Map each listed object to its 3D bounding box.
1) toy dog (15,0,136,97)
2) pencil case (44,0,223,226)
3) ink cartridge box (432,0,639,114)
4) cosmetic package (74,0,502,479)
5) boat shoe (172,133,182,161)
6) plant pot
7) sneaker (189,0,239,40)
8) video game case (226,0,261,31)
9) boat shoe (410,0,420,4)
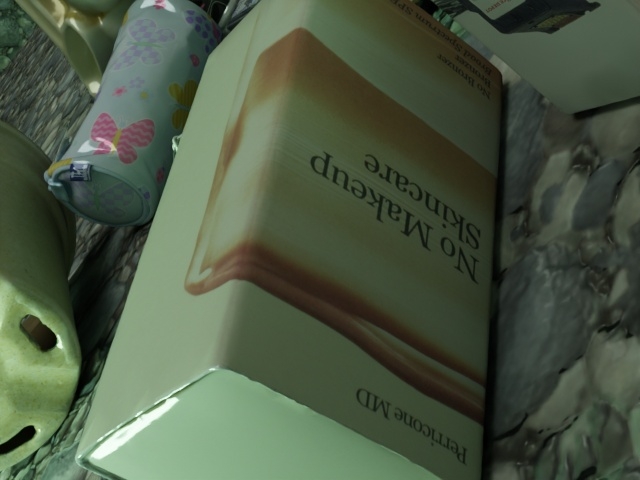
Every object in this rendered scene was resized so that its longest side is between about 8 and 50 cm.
[{"bbox_3d":[-0.219,-0.449,1.336,0.408,0.284,0.395,-43,-13,-18],"label":"toy dog"},{"bbox_3d":[-0.201,-0.145,1.173,0.124,0.113,0.273,3,56,23],"label":"pencil case"},{"bbox_3d":[0.102,-0.200,0.512,0.100,0.237,0.172,-9,52,56],"label":"ink cartridge box"},{"bbox_3d":[0.000,0.000,0.571,0.129,0.153,0.296,-36,33,41],"label":"cosmetic package"},{"bbox_3d":[-0.100,-0.081,0.965,0.075,0.065,0.206,-46,26,25],"label":"boat shoe"},{"bbox_3d":[-0.381,0.065,1.069,0.334,0.333,0.305,-54,35,7],"label":"plant pot"},{"bbox_3d":[-0.156,-0.270,1.291,0.178,0.077,0.072,-24,39,53],"label":"sneaker"},{"bbox_3d":[0.020,-0.356,1.108,0.248,0.035,0.275,-10,52,59],"label":"video game case"},{"bbox_3d":[0.075,-0.269,0.764,0.341,0.110,0.121,-55,4,6],"label":"boat shoe"}]
